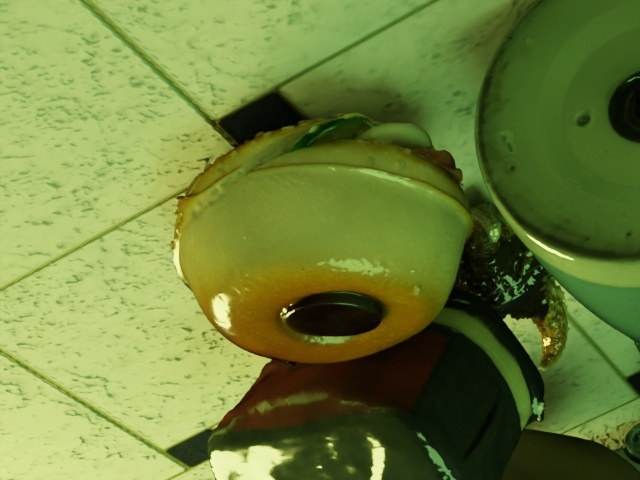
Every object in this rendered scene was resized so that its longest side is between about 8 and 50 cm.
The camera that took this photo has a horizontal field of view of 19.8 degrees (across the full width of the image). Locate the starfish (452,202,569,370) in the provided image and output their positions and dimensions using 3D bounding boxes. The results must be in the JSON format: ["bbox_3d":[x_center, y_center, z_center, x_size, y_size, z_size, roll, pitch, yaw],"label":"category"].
[{"bbox_3d":[0.150,0.041,1.564,0.216,0.071,0.238,-29,135,25],"label":"starfish"}]

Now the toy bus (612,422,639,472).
[{"bbox_3d":[0.426,0.244,1.911,0.343,0.138,0.097,-16,146,-2],"label":"toy bus"}]

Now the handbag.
[{"bbox_3d":[0.043,0.140,1.502,0.254,0.181,0.181,-17,117,40],"label":"handbag"}]

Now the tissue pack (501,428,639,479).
[{"bbox_3d":[0.177,0.372,1.720,0.267,0.387,0.277,7,-179,-33],"label":"tissue pack"}]

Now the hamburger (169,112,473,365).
[{"bbox_3d":[0.002,0.002,1.362,0.237,0.147,0.237,-3,150,-2],"label":"hamburger"}]

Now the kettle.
[{"bbox_3d":[0.308,-0.056,1.362,0.319,0.247,0.342,-53,145,-5],"label":"kettle"}]
